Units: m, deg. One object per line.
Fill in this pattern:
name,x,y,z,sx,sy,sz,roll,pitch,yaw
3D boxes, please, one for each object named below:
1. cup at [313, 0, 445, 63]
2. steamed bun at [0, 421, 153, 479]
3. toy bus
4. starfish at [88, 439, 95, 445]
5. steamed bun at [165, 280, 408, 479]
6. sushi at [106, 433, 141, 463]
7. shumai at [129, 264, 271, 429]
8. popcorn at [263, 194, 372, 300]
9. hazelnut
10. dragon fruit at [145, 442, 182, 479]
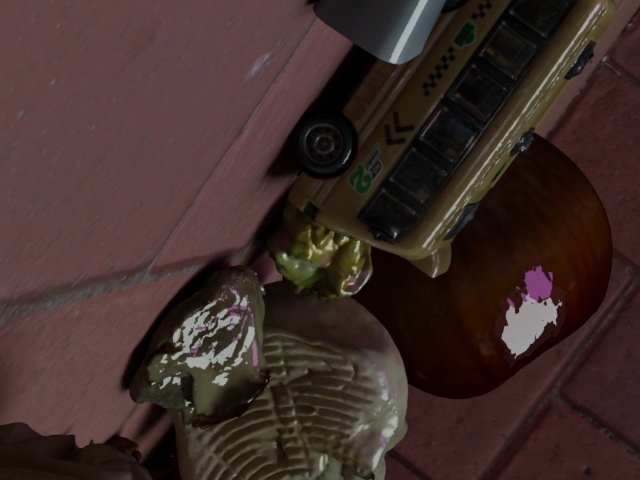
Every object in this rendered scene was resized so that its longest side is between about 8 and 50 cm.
cup,0.073,-0.232,1.534,0.129,0.095,0.128,-59,169,26
steamed bun,-0.271,0.277,1.411,0.324,0.219,0.310,-23,144,-19
toy bus,0.133,-0.148,1.808,0.365,0.202,0.177,-55,171,12
starfish,-0.299,0.288,1.744,0.208,0.053,0.176,-54,176,22
steamed bun,-0.032,0.180,2.084,0.320,0.275,0.206,-18,-161,22
sushi,-0.225,0.250,1.990,0.050,0.047,0.099,-57,173,8
shumai,-0.112,0.127,1.878,0.201,0.120,0.201,-48,171,-10
popcorn,0.000,0.000,1.979,0.126,0.126,0.145,-79,175,-46
hazelnut,0.193,0.014,2.357,0.409,0.359,0.359,-34,160,-51
dragon fruit,-0.113,0.335,2.295,0.307,0.227,0.243,-45,168,-4
